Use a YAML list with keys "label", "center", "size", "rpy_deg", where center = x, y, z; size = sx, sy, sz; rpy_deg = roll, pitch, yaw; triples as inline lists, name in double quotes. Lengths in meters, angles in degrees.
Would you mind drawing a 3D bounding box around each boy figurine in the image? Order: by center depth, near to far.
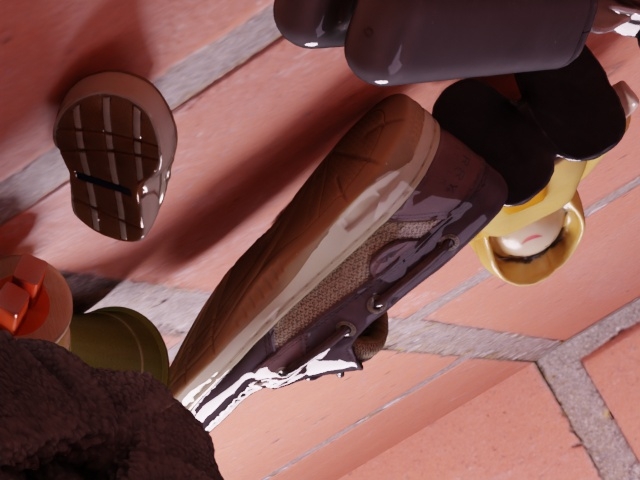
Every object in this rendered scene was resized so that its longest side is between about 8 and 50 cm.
- label: "boy figurine"
  center: [0.117, -0.036, 1.222]
  size: [0.177, 0.092, 0.285]
  rpy_deg: [-31, 166, -5]

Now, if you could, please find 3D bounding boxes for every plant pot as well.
- label: "plant pot"
  center: [-0.140, 0.071, 1.103]
  size: [0.083, 0.083, 0.079]
  rpy_deg: [-33, 155, 16]

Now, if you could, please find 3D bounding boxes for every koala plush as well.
- label: "koala plush"
  center: [-0.159, 0.169, 0.890]
  size: [0.221, 0.196, 0.203]
  rpy_deg: [-48, 175, 24]

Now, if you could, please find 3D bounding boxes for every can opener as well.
- label: "can opener"
  center: [0.092, -0.128, 0.868]
  size: [0.283, 0.076, 0.095]
  rpy_deg: [-12, 127, -54]

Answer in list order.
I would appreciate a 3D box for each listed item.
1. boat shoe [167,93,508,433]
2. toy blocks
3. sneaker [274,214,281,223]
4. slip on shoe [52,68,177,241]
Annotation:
- label: "boat shoe"
  center: [-0.001, 0.036, 1.112]
  size: [0.285, 0.092, 0.103]
  rpy_deg: [-49, -165, 35]
- label: "toy blocks"
  center: [-0.175, 0.041, 0.922]
  size: [0.123, 0.054, 0.148]
  rpy_deg: [-26, 168, -14]
- label: "sneaker"
  center: [0.000, 0.000, 1.210]
  size: [0.058, 0.052, 0.135]
  rpy_deg: [-35, 179, -31]
- label: "slip on shoe"
  center: [-0.081, -0.044, 0.829]
  size: [0.135, 0.051, 0.041]
  rpy_deg: [97, 13, -66]
